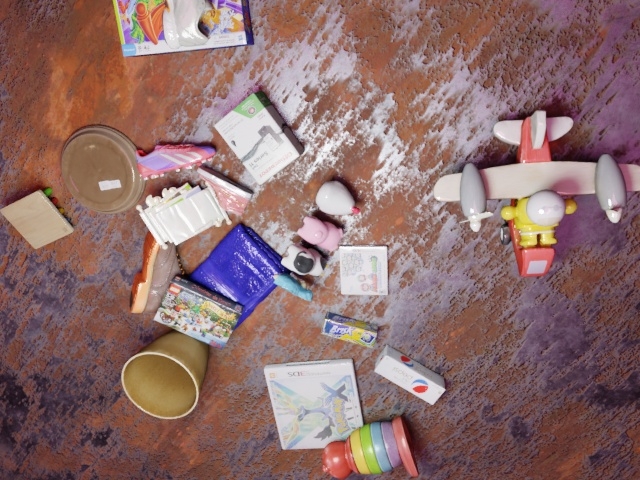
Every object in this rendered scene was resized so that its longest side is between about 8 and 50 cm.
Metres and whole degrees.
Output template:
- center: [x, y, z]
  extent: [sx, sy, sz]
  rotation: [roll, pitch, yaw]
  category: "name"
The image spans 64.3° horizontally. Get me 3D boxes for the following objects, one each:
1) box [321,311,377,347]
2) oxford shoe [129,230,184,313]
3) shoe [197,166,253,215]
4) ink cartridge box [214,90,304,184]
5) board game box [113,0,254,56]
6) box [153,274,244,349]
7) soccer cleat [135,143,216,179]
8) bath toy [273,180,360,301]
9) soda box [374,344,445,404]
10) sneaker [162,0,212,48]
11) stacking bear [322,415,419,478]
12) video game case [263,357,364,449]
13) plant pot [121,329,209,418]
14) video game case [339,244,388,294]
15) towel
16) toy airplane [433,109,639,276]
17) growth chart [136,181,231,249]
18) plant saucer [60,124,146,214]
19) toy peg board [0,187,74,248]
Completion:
- center: [0.090, 0.277, 1.583]
  extent: [0.168, 0.059, 0.054]
  rotation: [14, 108, 4]
  category: "box"
- center: [-0.486, 0.063, 1.591]
  extent: [0.132, 0.130, 0.364]
  rotation: [14, 107, -29]
  category: "oxford shoe"
- center: [-0.293, -0.144, 1.497]
  extent: [0.178, 0.063, 0.081]
  rotation: [28, 105, -6]
  category: "shoe"
- center: [-0.166, -0.283, 1.417]
  extent: [0.153, 0.087, 0.208]
  rotation: [-34, 101, 19]
  category: "ink cartridge box"
- center: [-0.364, -0.621, 1.337]
  extent: [0.347, 0.078, 0.233]
  rotation: [-2, 108, 10]
  category: "board game box"
- center: [-0.373, 0.223, 1.562]
  extent: [0.233, 0.044, 0.159]
  rotation: [26, 115, -8]
  category: "box"
- center: [-0.425, -0.246, 1.478]
  extent: [0.248, 0.083, 0.095]
  rotation: [-13, 102, 16]
  category: "soccer cleat"
- center: [0.000, 0.000, 1.461]
  extent: [0.129, 0.151, 0.348]
  rotation: [29, 101, 8]
  category: "bath toy"
- center: [0.280, 0.421, 1.598]
  extent: [0.216, 0.069, 0.074]
  rotation: [31, 111, -1]
  category: "soda box"
- center: [-0.327, -0.610, 1.251]
  extent: [0.121, 0.099, 0.263]
  rotation: [1, 117, 1]
  category: "sneaker"
- center: [0.145, 0.678, 1.632]
  extent: [0.288, 0.175, 0.164]
  rotation: [-19, 109, 8]
  category: "stacking bear"
- center: [-0.014, 0.555, 1.709]
  extent: [0.299, 0.036, 0.329]
  rotation: [-7, 108, 11]
  category: "video game case"
- center: [-0.449, 0.381, 1.599]
  extent: [0.237, 0.254, 0.237]
  rotation: [4, 112, 9]
  category: "plant pot"
- center: [0.131, 0.090, 1.534]
  extent: [0.143, 0.019, 0.157]
  rotation: [0, 109, 9]
  category: "video game case"
- center: [-0.266, 0.124, 1.579]
  extent: [0.227, 0.076, 0.308]
  rotation: [43, 110, -7]
  category: "towel"
- center: [0.539, -0.129, 1.258]
  extent: [0.384, 0.272, 0.386]
  rotation: [41, 110, -5]
  category: "toy airplane"
- center: [-0.401, -0.082, 1.500]
  extent: [0.237, 0.021, 0.172]
  rotation: [-25, 102, -18]
  category: "growth chart"
- center: [-0.668, -0.209, 1.549]
  extent: [0.277, 0.041, 0.278]
  rotation: [2, 109, 7]
  category: "plant saucer"
- center: [-0.884, -0.081, 1.619]
  extent: [0.161, 0.079, 0.161]
  rotation: [-21, 120, 16]
  category: "toy peg board"
